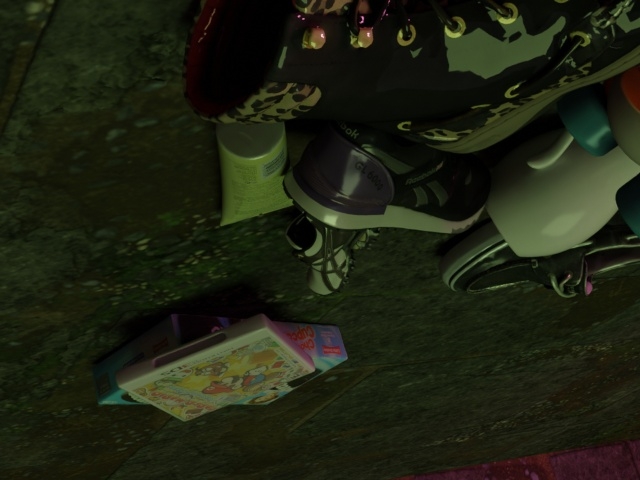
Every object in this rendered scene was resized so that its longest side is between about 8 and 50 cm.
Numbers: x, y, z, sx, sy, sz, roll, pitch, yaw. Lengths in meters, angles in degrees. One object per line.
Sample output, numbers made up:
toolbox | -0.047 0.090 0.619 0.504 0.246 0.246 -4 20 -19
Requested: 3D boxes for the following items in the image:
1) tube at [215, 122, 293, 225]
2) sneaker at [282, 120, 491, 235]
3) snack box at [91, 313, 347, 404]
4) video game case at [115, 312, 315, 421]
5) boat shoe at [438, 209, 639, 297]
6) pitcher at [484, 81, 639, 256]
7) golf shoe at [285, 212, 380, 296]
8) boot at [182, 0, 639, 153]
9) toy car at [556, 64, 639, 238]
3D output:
tube | -0.064 -0.064 1.099 0.070 0.062 0.240 23 164 7
sneaker | 0.100 -0.080 1.104 0.283 0.107 0.124 -7 137 -50
snack box | -0.138 0.175 1.613 0.322 0.060 0.187 8 147 -46
video game case | -0.132 0.174 1.504 0.206 0.026 0.227 -22 156 7
boat shoe | 0.317 0.013 1.448 0.335 0.119 0.121 -22 158 15
pitcher | 0.268 -0.082 1.205 0.207 0.125 0.178 -33 142 14
golf shoe | 0.000 0.000 1.287 0.094 0.077 0.198 6 149 -14
boot | 0.092 -0.181 0.818 0.284 0.138 0.377 0 159 -33
toy car | 0.297 -0.126 0.952 0.219 0.210 0.238 -38 157 27
